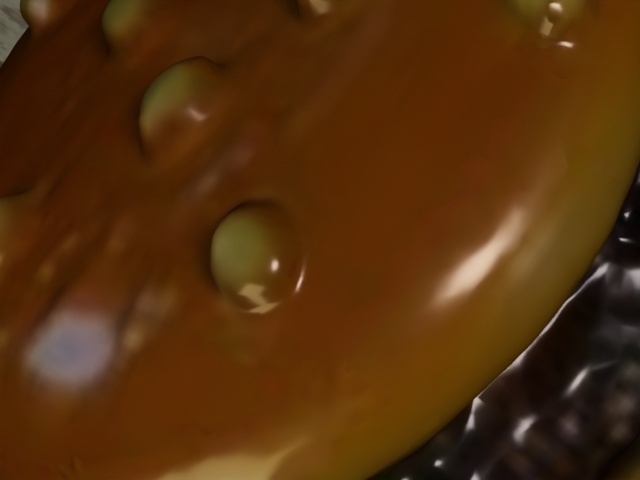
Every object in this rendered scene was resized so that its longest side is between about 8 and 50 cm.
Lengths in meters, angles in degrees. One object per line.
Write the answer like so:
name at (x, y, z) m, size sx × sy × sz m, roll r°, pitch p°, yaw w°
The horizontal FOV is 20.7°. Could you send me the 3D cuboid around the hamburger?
hamburger at (0.000, 0.000, 0.778) m, size 0.396 × 0.395 × 0.277 m, roll 6°, pitch 152°, yaw 45°
